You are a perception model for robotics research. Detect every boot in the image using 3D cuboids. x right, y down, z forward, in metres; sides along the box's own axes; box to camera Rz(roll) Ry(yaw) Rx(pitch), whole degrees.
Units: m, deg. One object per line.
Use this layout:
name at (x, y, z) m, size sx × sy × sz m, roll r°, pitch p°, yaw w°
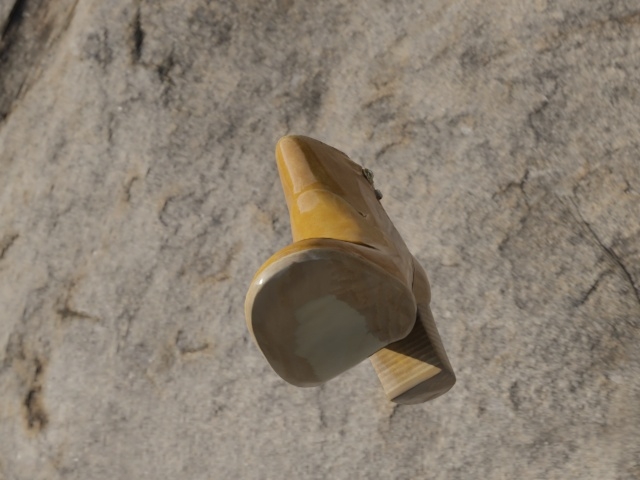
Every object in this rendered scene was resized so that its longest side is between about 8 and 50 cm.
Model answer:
boot at (0.001, 0.000, 0.650) m, size 0.104 × 0.295 × 0.211 m, roll -31°, pitch 60°, yaw 12°
